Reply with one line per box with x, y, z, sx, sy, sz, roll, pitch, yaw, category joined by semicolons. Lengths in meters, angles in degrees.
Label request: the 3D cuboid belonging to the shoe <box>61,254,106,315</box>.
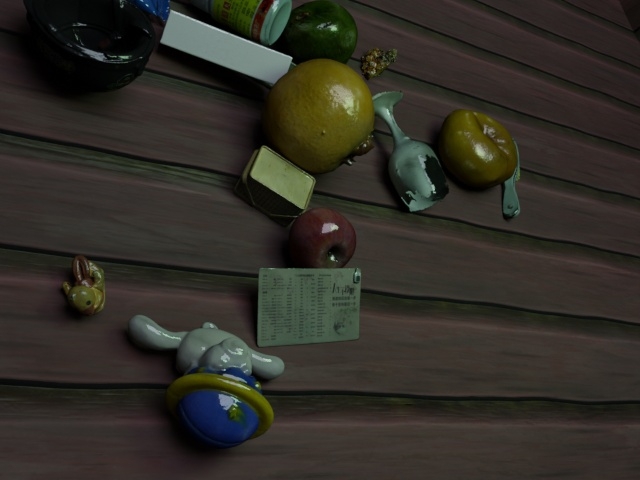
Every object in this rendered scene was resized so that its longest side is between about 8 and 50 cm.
-0.417;0.081;1.353;0.069;0.072;0.109;60;33;-48;shoe

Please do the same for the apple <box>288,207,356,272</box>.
0.000;0.000;1.668;0.153;0.153;0.120;0;31;-37;apple

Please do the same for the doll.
-0.201;0.228;1.351;0.311;0.159;0.242;29;49;-14;doll

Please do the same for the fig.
0.003;-0.501;2.025;0.203;0.235;0.203;-7;43;6;fig

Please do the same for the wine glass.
0.216;-0.234;1.999;0.143;0.143;0.321;-15;72;-42;wine glass

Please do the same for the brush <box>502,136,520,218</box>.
0.568;-0.178;2.285;0.060;0.068;0.296;39;45;-40;brush

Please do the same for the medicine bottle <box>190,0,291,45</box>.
-0.194;-0.585;1.888;0.225;0.139;0.139;29;44;8;medicine bottle

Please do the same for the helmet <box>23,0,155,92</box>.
-0.480;-0.404;1.570;0.279;0.160;0.230;34;44;7;helmet

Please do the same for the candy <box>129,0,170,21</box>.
-0.498;-0.637;1.777;0.331;0.077;0.187;14;61;-28;candy

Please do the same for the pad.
-0.017;0.137;1.605;0.265;0.009;0.159;1;90;-36;pad

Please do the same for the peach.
0.445;-0.263;2.182;0.251;0.153;0.251;22;52;-32;peach

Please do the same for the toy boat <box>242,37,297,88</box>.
-0.130;-0.431;1.901;0.293;0.093;0.055;25;32;-18;toy boat

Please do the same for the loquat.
0.006;-0.282;1.777;0.275;0.275;0.275;19;51;-26;loquat

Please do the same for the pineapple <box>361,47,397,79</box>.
0.177;-0.506;2.184;0.077;0.114;0.114;42;46;-33;pineapple

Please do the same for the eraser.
-0.221;-0.449;1.802;0.298;0.078;0.076;17;13;-16;eraser

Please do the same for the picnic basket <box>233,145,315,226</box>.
-0.101;-0.121;1.719;0.164;0.079;0.115;34;45;-14;picnic basket
